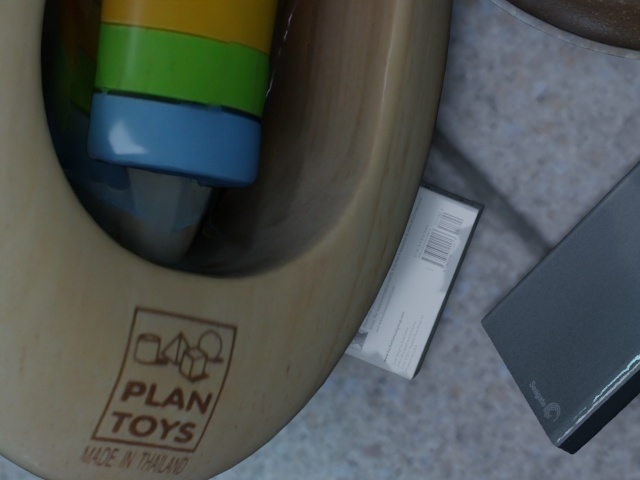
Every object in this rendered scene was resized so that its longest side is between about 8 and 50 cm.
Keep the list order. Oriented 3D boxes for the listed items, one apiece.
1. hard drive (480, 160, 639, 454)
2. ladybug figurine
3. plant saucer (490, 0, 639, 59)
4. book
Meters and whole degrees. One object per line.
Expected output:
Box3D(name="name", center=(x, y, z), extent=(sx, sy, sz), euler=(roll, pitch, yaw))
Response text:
Box3D(name="hard drive", center=(0.146, 0.027, 0.894), extent=(0.022, 0.094, 0.135), euler=(29, 113, -38))
Box3D(name="ladybug figurine", center=(-0.086, -0.102, 0.839), extent=(0.162, 0.305, 0.449), euler=(5, 83, 49))
Box3D(name="plant saucer", center=(0.157, -0.234, 0.816), extent=(0.311, 0.050, 0.310), euler=(-1, 96, -8))
Box3D(name="book", center=(0.000, 0.000, 0.954), extent=(0.144, 0.035, 0.096), euler=(23, 101, 10))
